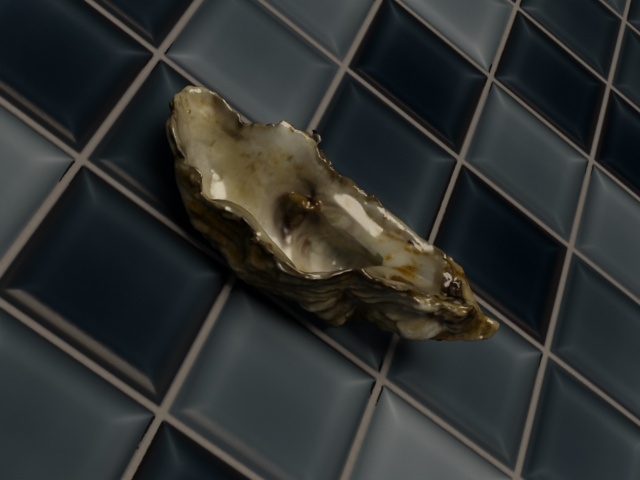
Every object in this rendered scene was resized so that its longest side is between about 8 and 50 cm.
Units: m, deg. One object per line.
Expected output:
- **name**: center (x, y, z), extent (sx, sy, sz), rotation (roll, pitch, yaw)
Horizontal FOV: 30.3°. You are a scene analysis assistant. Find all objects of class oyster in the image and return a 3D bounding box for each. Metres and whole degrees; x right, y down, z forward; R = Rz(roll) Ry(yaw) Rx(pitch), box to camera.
- **oyster**: center (-0.002, 0.001, 1.051), extent (0.341, 0.110, 0.166), rotation (29, 41, -16)
